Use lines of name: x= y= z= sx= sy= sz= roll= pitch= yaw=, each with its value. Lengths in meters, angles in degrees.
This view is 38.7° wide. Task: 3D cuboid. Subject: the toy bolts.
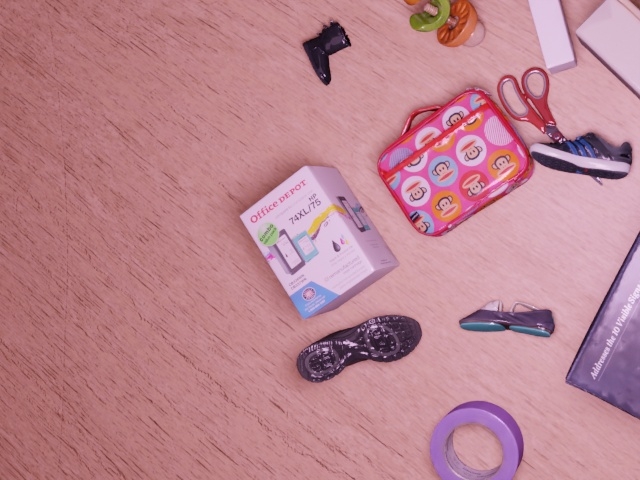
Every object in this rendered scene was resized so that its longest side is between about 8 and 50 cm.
toy bolts: x=0.296 y=-0.537 z=1.918 sx=0.228 sy=0.158 sz=0.218 roll=-55 pitch=34 yaw=25

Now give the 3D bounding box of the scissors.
scissors: x=0.473 y=-0.224 z=1.901 sx=0.109 sy=0.021 sz=0.297 roll=-28 pitch=85 yaw=13

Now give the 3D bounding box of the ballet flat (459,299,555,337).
ballet flat: x=0.396 y=0.163 z=1.931 sx=0.203 sy=0.074 sz=0.074 roll=2 pitch=94 yaw=27

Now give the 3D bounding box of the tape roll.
tape roll: x=0.336 y=0.444 z=1.958 sx=0.189 sy=0.080 sz=0.189 roll=1 pitch=94 yaw=22

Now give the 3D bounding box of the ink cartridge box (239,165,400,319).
ink cartridge box: x=0.000 y=0.000 z=1.998 sx=0.198 sy=0.197 sz=0.270 roll=-36 pitch=80 yaw=19

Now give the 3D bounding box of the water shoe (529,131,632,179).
water shoe: x=0.527 y=-0.180 z=1.851 sx=0.203 sy=0.073 sz=0.080 roll=14 pitch=76 yaw=5

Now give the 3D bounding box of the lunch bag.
lunch bag: x=0.276 y=-0.175 z=1.932 sx=0.293 sy=0.120 sz=0.258 roll=-36 pitch=76 yaw=17

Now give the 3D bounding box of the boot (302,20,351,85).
boot: x=0.024 y=-0.423 z=2.050 sx=0.099 sy=0.045 sz=0.121 roll=-28 pitch=82 yaw=17

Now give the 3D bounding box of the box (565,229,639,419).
box: x=0.774 y=0.138 z=1.656 sx=0.472 sy=0.297 sz=0.480 roll=27 pitch=103 yaw=16

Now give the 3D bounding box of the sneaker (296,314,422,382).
sneaker: x=0.083 y=0.226 z=2.031 sx=0.286 sy=0.130 sz=0.109 roll=-14 pitch=95 yaw=-1

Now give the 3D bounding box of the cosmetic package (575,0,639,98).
cosmetic package: x=0.643 y=-0.326 z=1.755 sx=0.309 sy=0.160 sz=0.113 roll=47 pitch=107 yaw=11

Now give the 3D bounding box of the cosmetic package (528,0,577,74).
cosmetic package: x=0.461 y=-0.464 z=1.849 sx=0.060 sy=0.099 sz=0.239 roll=-15 pitch=88 yaw=22
